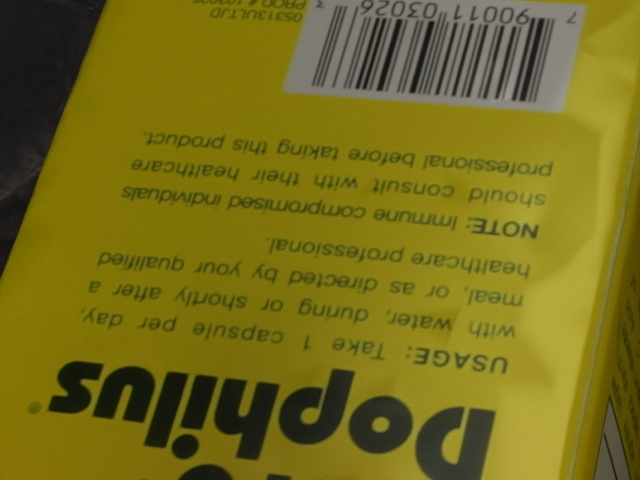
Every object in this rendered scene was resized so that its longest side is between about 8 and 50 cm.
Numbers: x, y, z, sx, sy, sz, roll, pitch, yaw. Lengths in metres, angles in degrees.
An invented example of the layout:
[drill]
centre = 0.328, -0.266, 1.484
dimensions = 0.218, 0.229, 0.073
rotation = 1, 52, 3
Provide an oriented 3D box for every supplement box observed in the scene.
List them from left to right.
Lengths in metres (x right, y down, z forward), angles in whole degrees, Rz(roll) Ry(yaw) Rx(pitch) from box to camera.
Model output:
[supplement box]
centre = 0.007, 0.079, 0.638
dimensions = 0.195, 0.194, 0.357
rotation = 5, 58, 18
